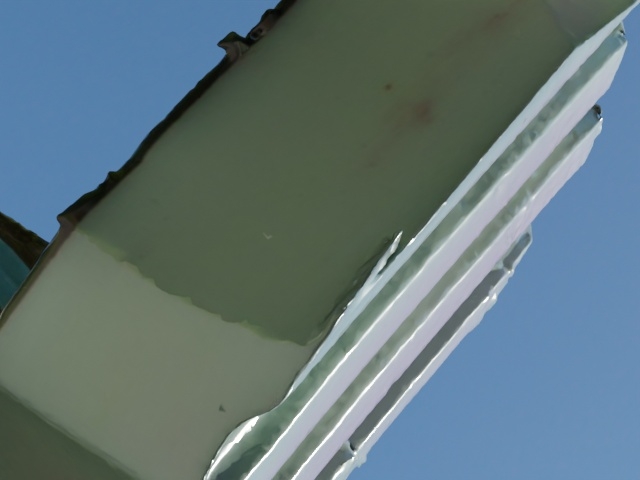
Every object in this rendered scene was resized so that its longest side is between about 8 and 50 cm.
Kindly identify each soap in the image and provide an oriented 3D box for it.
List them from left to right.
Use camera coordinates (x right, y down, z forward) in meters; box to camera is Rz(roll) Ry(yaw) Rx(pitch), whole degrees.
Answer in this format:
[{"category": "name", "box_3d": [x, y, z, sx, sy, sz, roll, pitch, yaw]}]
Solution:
[{"category": "soap", "box_3d": [0.000, 0.000, 0.524, 0.091, 0.230, 0.145, 32, -32, 16]}]

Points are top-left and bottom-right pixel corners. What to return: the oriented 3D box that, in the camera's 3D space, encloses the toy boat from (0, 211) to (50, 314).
[{"category": "toy boat", "box_3d": [-0.299, -0.023, 0.941, 0.392, 0.079, 0.136, 21, -53, 28]}]
